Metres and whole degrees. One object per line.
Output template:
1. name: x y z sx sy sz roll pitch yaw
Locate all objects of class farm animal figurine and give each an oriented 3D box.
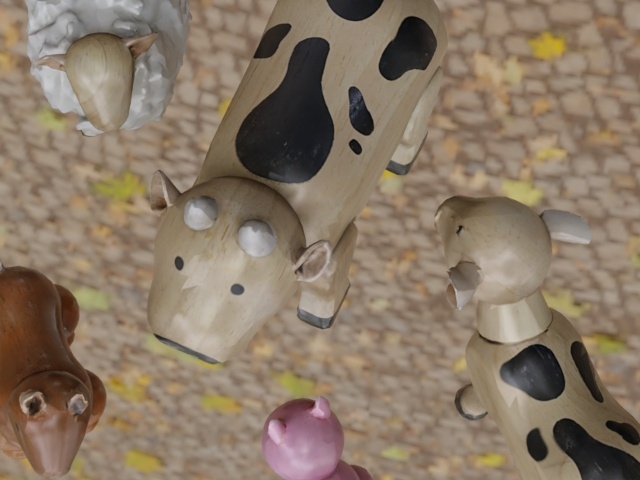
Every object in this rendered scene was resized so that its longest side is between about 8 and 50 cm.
1. farm animal figurine: 0.000 0.000 0.722 0.330 0.327 0.172 9 156 -1
